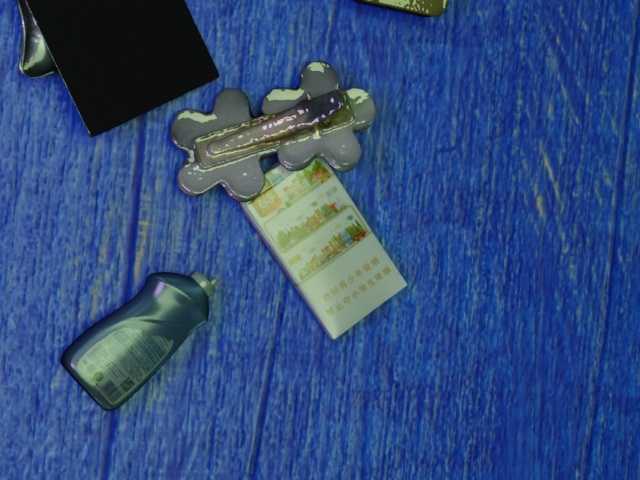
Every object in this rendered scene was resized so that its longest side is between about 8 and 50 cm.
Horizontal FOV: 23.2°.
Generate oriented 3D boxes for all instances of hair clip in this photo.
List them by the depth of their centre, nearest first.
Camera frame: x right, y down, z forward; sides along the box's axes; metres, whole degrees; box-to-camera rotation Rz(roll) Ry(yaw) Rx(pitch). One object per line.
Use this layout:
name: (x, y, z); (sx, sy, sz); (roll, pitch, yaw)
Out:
hair clip: (-0.056, -0.130, 1.884); (0.257, 0.075, 0.146); (-19, 83, 0)

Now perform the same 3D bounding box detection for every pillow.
pillow: (-0.318, -0.257, 1.827); (0.091, 0.055, 0.135); (-6, 93, -16)

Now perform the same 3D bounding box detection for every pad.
pad: (-0.257, -0.293, 1.838); (0.202, 0.005, 0.299); (-30, 99, -33)

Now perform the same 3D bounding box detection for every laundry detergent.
laundry detergent: (-0.207, 0.106, 1.859); (0.206, 0.061, 0.096); (-41, 99, -12)

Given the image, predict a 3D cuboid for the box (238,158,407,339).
box: (0.000, 0.000, 1.933); (0.122, 0.032, 0.220); (-35, 100, -12)

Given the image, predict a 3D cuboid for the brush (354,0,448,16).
brush: (0.110, -0.381, 1.947); (0.123, 0.059, 0.197); (11, 87, -13)
